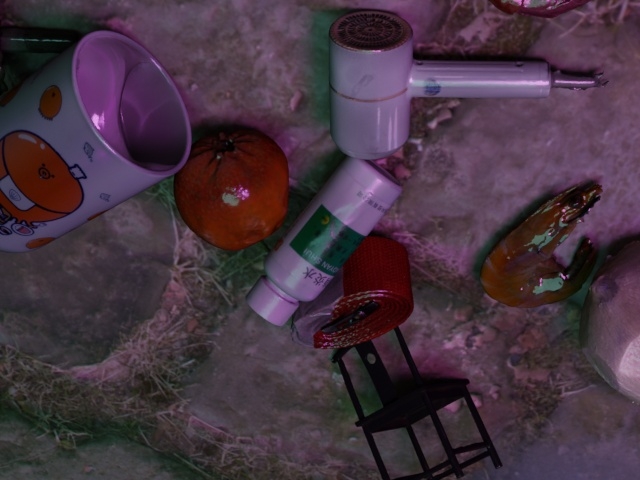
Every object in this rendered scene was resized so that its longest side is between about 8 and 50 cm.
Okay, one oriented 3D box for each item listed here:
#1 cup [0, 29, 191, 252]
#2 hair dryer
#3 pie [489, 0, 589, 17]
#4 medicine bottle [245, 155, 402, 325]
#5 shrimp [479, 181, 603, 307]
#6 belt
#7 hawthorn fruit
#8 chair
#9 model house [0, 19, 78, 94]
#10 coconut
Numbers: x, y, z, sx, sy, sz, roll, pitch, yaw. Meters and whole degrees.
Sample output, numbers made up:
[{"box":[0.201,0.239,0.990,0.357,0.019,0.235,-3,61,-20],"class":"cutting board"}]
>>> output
[{"box":[-0.361,-0.119,1.763,0.317,0.212,0.212,-27,117,31],"class":"cup"},{"box":[0.189,-0.194,1.655,0.357,0.107,0.173,2,130,4],"class":"hair dryer"},{"box":[0.264,-0.347,1.539,0.182,0.049,0.182,3,128,4],"class":"pie"},{"box":[0.000,0.000,1.781,0.095,0.095,0.260,37,102,-15],"class":"medicine bottle"},{"box":[0.321,0.014,1.800,0.150,0.068,0.248,16,135,-15],"class":"shrimp"},{"box":[0.040,0.069,1.869,0.201,0.124,0.128,-27,139,31],"class":"belt"},{"box":[-0.105,-0.033,1.829,0.165,0.165,0.285,-2,143,15],"class":"hawthorn fruit"},{"box":[0.143,0.261,1.991,0.154,0.141,0.260,-33,69,31],"class":"chair"},{"box":[-0.470,-0.247,1.694,0.279,0.218,0.205,5,129,4],"class":"model house"},{"box":[0.461,0.106,1.736,0.230,0.227,0.227,34,128,-26],"class":"coconut"}]
